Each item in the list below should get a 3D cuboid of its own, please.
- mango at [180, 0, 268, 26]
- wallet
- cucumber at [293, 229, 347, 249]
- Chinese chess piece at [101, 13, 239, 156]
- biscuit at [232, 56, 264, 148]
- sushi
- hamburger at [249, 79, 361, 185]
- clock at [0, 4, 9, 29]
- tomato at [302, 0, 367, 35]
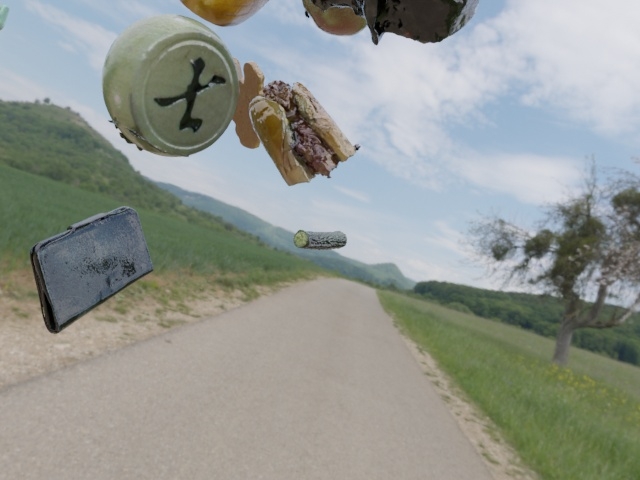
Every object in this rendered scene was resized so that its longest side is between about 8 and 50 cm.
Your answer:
[{"bbox_3d":[-0.175,-0.532,0.923,0.201,0.350,0.199,13,-48,4],"label":"mango"},{"bbox_3d":[-0.441,0.040,0.933,0.045,0.172,0.318,-4,17,11],"label":"wallet"},{"bbox_3d":[0.000,0.001,1.315,0.058,0.058,0.187,17,10,38],"label":"cucumber"},{"bbox_3d":[-0.243,-0.249,0.786,0.092,0.237,0.238,31,3,30],"label":"Chinese chess piece"},{"bbox_3d":[-0.197,-0.362,1.263,0.040,0.236,0.144,-30,42,-35],"label":"biscuit"},{"bbox_3d":[0.057,-0.284,0.464,0.213,0.147,0.115,38,-13,22],"label":"sushi"},{"bbox_3d":[-0.045,-0.219,0.939,0.245,0.155,0.282,55,5,-2],"label":"hamburger"},{"bbox_3d":[-0.783,-0.519,0.974,0.160,0.065,0.211,12,-6,15],"label":"clock"},{"bbox_3d":[0.083,-0.883,1.649,0.239,0.303,0.304,16,-4,40],"label":"tomato"}]
